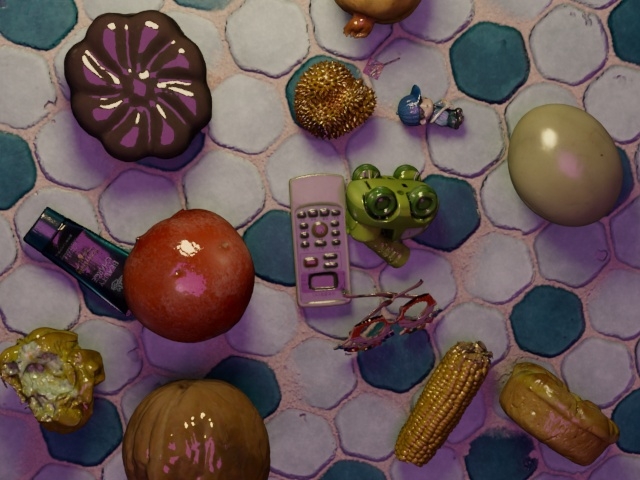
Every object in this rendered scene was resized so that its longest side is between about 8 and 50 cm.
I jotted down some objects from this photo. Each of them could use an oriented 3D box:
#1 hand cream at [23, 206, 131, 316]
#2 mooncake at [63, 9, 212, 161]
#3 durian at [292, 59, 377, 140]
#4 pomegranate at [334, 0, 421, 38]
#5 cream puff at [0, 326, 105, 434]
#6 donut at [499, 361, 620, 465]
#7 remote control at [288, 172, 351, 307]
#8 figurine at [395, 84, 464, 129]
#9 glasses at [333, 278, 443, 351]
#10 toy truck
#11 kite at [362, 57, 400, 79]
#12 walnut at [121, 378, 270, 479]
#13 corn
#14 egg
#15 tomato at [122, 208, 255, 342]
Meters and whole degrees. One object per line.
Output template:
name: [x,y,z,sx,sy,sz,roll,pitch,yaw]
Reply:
hand cream: [-0.474,0.039,1.824,0.270,0.061,0.120,36,90,-18]
mooncake: [-0.353,-0.302,1.724,0.306,0.154,0.306,-2,101,-8]
durian: [0.020,-0.285,1.778,0.168,0.137,0.158,-32,82,14]
pomegranate: [0.115,-0.515,1.706,0.207,0.207,0.207,-1,100,-6]
cream puff: [-0.533,0.279,1.805,0.195,0.195,0.221,-37,89,1]
donut: [0.512,0.377,1.902,0.261,0.208,0.128,34,96,-6]
remote control: [0.000,0.000,1.867,0.123,0.038,0.285,-3,100,-5]
figurine: [0.224,-0.265,1.837,0.136,0.077,0.079,21,132,-24]
glasses: [0.138,0.163,1.885,0.255,0.095,0.162,-20,142,-4]
toy truck: [0.131,-0.052,1.822,0.187,0.148,0.210,16,116,-25]
kite: [0.123,-0.368,1.834,0.078,0.002,0.044,-43,101,4]
walnut: [-0.252,0.442,1.798,0.333,0.333,0.332,-1,100,-6]
corn: [0.266,0.354,1.922,0.115,0.115,0.317,29,96,-10]
egg: [0.497,-0.152,1.803,0.219,0.219,0.269,-32,97,0]
tomato: [-0.252,0.078,1.737,0.265,0.265,0.264,-1,100,-6]
